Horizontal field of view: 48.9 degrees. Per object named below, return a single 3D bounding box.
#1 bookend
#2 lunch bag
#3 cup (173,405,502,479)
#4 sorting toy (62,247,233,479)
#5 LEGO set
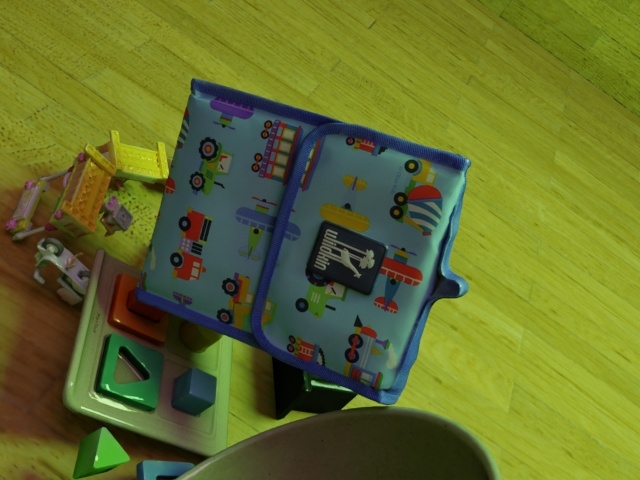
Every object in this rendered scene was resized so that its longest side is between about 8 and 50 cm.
[{"bbox_3d":[0.025,0.138,0.847,0.156,0.072,0.157,15,45,-24],"label":"bookend"},{"bbox_3d":[0.000,0.000,0.650,0.293,0.220,0.138,21,10,28],"label":"lunch bag"},{"bbox_3d":[0.006,0.313,0.520,0.331,0.331,0.236,-36,110,-49],"label":"cup"},{"bbox_3d":[-0.154,0.111,0.715,0.196,0.047,0.347,35,36,-34],"label":"sorting toy"},{"bbox_3d":[-0.264,-0.052,0.828,0.132,0.107,0.287,63,28,-24],"label":"LEGO set"}]
